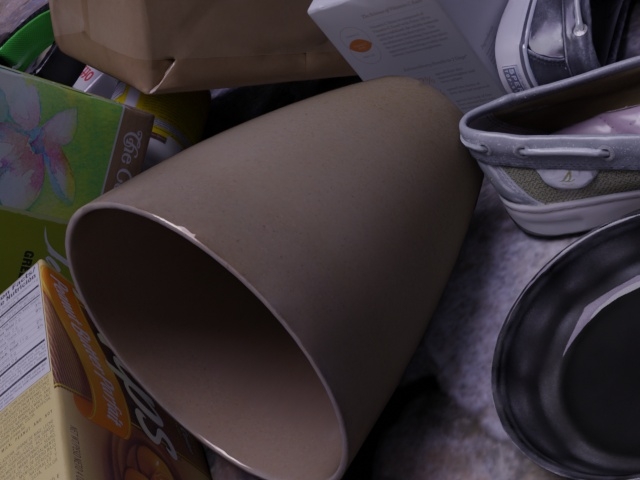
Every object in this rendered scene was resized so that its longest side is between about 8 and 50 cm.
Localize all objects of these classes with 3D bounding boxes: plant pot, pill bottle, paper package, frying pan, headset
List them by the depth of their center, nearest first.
[{"bbox_3d":[0.190,0.111,0.595,0.197,0.053,0.326,-23,40,29],"label":"frying pan"},{"bbox_3d":[0.000,0.000,0.788,0.256,0.256,0.274,2,37,49],"label":"plant pot"},{"bbox_3d":[-0.107,-0.274,1.127,0.309,0.168,0.325,-10,20,-25],"label":"paper package"},{"bbox_3d":[-0.196,-0.139,1.244,0.117,0.117,0.215,-24,37,29],"label":"pill bottle"},{"bbox_3d":[-0.415,-0.132,1.350,0.394,0.185,0.243,-50,32,-6],"label":"headset"}]

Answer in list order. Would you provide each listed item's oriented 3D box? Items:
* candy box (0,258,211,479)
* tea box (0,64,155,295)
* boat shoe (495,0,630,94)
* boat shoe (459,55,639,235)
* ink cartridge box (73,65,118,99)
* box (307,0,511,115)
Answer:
[{"bbox_3d":[-0.169,0.167,0.803,0.087,0.183,0.316,-40,32,5],"label":"candy box"},{"bbox_3d":[-0.384,-0.020,1.030,0.220,0.323,0.329,17,93,54],"label":"tea box"},{"bbox_3d":[0.237,-0.250,0.905,0.102,0.108,0.301,-9,49,43],"label":"boat shoe"},{"bbox_3d":[0.251,-0.094,0.711,0.320,0.103,0.118,-16,42,37],"label":"boat shoe"},{"bbox_3d":[-0.217,-0.275,1.425,0.273,0.114,0.197,-46,33,-2],"label":"ink cartridge box"},{"bbox_3d":[0.099,-0.185,0.920,0.130,0.170,0.091,-5,49,44],"label":"box"}]
